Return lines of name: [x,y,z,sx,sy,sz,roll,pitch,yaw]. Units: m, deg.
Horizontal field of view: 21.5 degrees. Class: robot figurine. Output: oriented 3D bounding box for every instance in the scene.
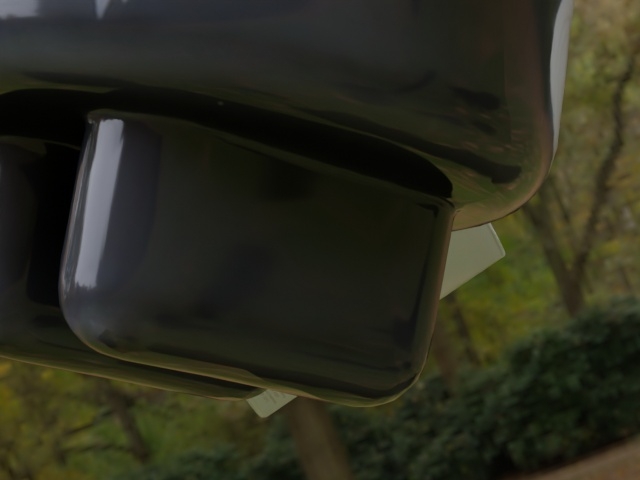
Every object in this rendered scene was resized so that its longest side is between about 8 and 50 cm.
robot figurine: [-0.018,-0.101,0.430,0.209,0.278,0.173,6,-9,15]

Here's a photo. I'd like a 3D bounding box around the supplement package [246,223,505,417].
supplement package: [0.000,0.000,1.007,0.179,0.105,0.105,-34,-43,0]
